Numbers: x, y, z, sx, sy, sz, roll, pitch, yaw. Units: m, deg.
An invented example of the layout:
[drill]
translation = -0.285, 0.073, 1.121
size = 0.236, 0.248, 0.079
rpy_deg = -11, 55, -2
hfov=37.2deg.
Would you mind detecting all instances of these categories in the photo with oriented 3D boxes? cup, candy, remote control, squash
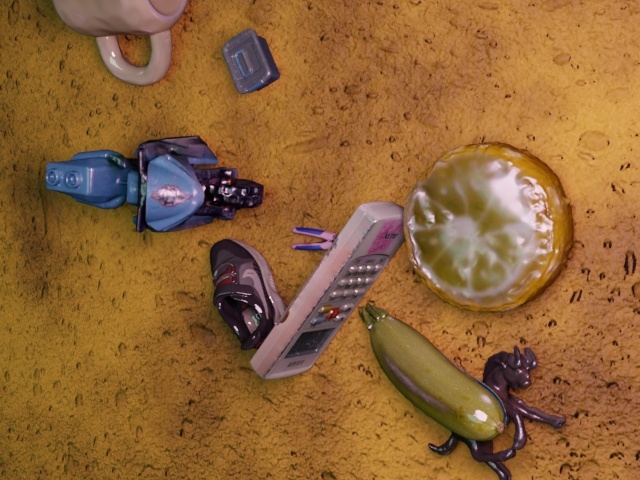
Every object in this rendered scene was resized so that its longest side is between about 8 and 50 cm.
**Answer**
[cup]
translation = -0.355, -0.411, 1.689
size = 0.202, 0.173, 0.255
rpy_deg = 6, 95, 30
[candy]
translation = 0.247, -0.018, 1.413
size = 0.260, 0.118, 0.260
rpy_deg = 5, 100, 31
[remote control]
translation = 0.022, 0.082, 1.522
size = 0.050, 0.145, 0.344
rpy_deg = 45, 113, 24
[squash]
translation = 0.156, 0.203, 1.460
size = 0.341, 0.094, 0.094
rpy_deg = 39, 111, 43

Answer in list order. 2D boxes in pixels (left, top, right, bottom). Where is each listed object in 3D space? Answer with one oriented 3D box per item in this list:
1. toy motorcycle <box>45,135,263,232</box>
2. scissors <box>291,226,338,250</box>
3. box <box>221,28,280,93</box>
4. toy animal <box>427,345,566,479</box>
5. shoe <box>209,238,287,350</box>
[toy motorcycle]
translation = -0.308, -0.101, 1.646
size = 0.416, 0.232, 0.172
rpy_deg = 11, 100, 29
[scissors]
translation = 0.000, 0.000, 1.604
size = 0.113, 0.012, 0.039
rpy_deg = 6, 95, 29
[box]
translation = -0.116, -0.304, 1.630
size = 0.074, 0.054, 0.099
rpy_deg = -26, 80, 26
[toy animal]
translation = 0.267, 0.269, 1.444
size = 0.233, 0.084, 0.148
rpy_deg = -56, 51, 26
[shoe]
translation = -0.134, 0.097, 1.627
size = 0.099, 0.112, 0.227
rpy_deg = -39, 76, 26
